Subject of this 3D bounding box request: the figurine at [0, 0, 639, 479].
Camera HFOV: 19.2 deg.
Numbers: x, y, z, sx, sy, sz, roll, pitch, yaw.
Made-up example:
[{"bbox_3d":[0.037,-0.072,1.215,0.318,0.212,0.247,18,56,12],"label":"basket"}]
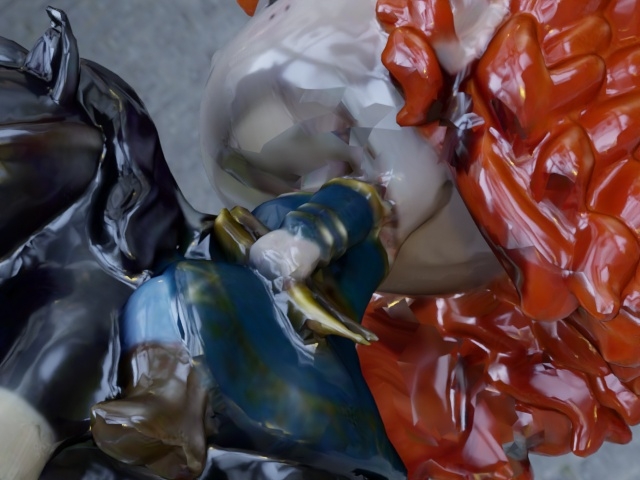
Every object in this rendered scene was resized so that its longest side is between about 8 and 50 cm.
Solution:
[{"bbox_3d":[-0.011,0.001,0.734,0.412,0.241,0.306,-26,57,-27],"label":"figurine"}]
